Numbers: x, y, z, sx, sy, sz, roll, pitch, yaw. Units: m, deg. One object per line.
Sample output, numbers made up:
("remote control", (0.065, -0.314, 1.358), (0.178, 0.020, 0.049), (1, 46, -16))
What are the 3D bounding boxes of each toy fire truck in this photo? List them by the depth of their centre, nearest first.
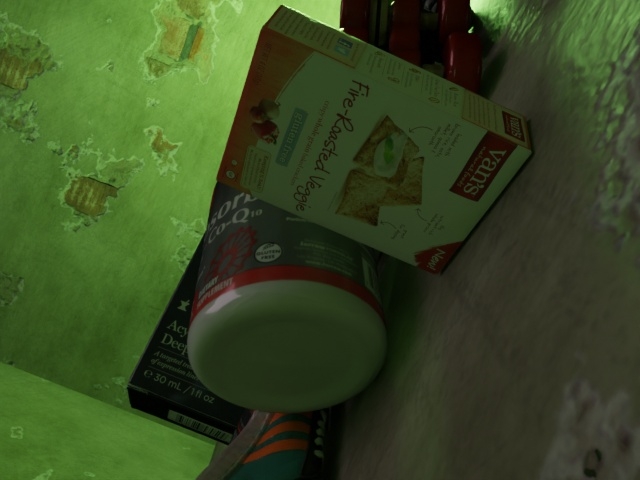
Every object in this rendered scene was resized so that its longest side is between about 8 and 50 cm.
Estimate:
("toy fire truck", (0.107, -0.199, 0.761), (0.254, 0.169, 0.302), (90, -175, -49))

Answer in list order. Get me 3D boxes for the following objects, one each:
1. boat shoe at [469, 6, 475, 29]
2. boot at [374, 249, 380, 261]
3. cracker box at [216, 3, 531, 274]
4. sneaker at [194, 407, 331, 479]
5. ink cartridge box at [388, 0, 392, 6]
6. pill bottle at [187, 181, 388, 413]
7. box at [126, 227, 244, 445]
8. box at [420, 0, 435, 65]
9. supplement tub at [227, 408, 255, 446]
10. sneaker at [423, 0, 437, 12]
("boat shoe", (0.227, -0.363, 0.889), (0.135, 0.045, 0.050), (-68, -11, -51))
("boot", (0.028, 0.033, 0.919), (0.123, 0.095, 0.258), (-86, 17, -55))
("cracker box", (0.040, -0.080, 0.486), (0.067, 0.232, 0.156), (-74, 8, -49))
("sneaker", (-0.035, 0.257, 0.631), (0.302, 0.121, 0.108), (-44, -38, -51))
("ink cartridge box", (0.120, -0.378, 0.951), (0.209, 0.062, 0.109), (75, -153, -76))
("pill bottle", (-0.040, 0.005, 0.685), (0.363, 0.210, 0.210), (-94, 23, -48))
("box", (-0.155, 0.183, 1.094), (0.212, 0.293, 0.396), (121, 170, -59))
("box", (0.182, -0.356, 0.992), (0.216, 0.060, 0.270), (97, -172, -45))
("supplement tub", (-0.089, 0.322, 0.808), (0.106, 0.106, 0.198), (-89, 23, -78))
("sneaker", (0.249, -0.426, 0.775), (0.132, 0.086, 0.228), (-35, 2, -41))
